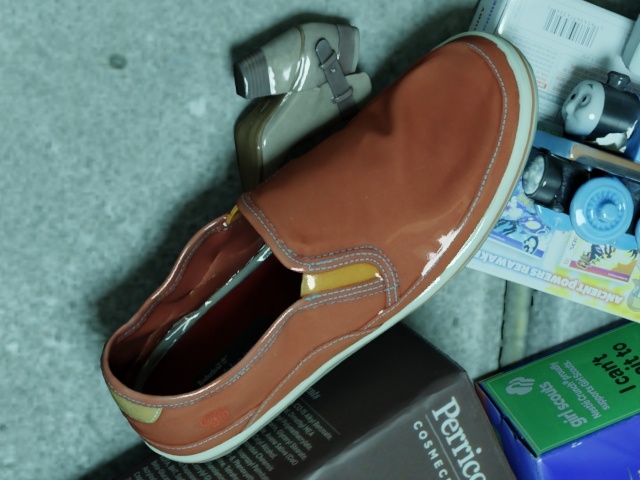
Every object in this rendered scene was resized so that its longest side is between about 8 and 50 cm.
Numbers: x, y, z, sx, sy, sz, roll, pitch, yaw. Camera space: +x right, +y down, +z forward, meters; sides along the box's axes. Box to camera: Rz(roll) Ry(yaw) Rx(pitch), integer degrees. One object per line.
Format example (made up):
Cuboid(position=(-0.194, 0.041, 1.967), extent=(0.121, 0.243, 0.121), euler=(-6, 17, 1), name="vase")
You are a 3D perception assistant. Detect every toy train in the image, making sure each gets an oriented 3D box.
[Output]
Cuboid(position=(0.216, -0.040, 1.083), extent=(0.184, 0.080, 0.105), euler=(17, 94, -19), name="toy train")

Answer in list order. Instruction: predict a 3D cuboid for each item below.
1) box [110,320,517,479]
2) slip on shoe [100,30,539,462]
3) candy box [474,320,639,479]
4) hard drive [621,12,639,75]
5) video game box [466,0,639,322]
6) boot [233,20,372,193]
Cuboid(position=(-0.054, 0.233, 1.093), extent=(0.381, 0.143, 0.191), euler=(-33, 116, -12), name="box")
Cuboid(position=(0.000, 0.000, 1.034), extent=(0.331, 0.123, 0.101), euler=(-43, 147, 3), name="slip on shoe")
Cuboid(position=(0.299, 0.176, 1.207), extent=(0.317, 0.122, 0.268), euler=(-21, 114, -9), name="candy box")
Cuboid(position=(0.333, -0.215, 1.031), extent=(0.203, 0.040, 0.308), euler=(17, 111, -6), name="hard drive")
Cuboid(position=(0.170, -0.057, 1.128), extent=(0.205, 0.048, 0.187), euler=(18, 100, -21), name="video game box")
Cuboid(position=(-0.009, -0.078, 1.076), extent=(0.087, 0.042, 0.118), euler=(-16, 124, -22), name="boot")
